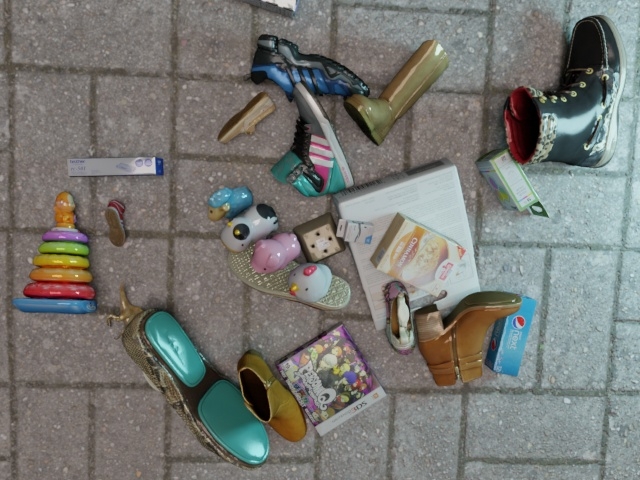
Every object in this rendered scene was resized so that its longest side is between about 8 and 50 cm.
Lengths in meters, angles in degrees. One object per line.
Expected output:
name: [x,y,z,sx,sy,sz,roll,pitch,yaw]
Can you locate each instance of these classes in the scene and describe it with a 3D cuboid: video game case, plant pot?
video game case: [0.028,0.366,1.571,0.210,0.042,0.232,-31,97,-1]
plant pot: [0.000,0.000,1.505,0.109,0.096,0.109,-24,96,-1]

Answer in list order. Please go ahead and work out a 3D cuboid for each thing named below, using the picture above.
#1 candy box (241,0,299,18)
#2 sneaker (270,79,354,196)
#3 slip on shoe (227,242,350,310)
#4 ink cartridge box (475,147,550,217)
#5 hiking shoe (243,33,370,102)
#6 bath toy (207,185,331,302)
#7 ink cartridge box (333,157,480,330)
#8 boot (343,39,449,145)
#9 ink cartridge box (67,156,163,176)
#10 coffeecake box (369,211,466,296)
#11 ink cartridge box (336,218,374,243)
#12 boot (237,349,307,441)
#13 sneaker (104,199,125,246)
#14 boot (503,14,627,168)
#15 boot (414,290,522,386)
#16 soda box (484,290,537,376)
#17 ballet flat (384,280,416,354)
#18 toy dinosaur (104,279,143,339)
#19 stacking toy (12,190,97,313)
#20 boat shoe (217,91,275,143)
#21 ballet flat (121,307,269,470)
candy box: [-0.132,-0.657,1.444,0.196,0.070,0.165,16,94,-5]
sneaker: [-0.049,-0.223,1.447,0.178,0.124,0.295,-27,119,-1]
slip on shoe: [-0.083,0.099,1.509,0.331,0.101,0.123,20,73,7]
ink cartridge box: [0.489,-0.132,1.516,0.062,0.109,0.209,-34,97,0]
hiking shoe: [-0.028,-0.397,1.472,0.304,0.113,0.132,24,110,-1]
bath toy: [-0.121,0.014,1.420,0.151,0.129,0.348,-44,74,-12]
ink cartridge box: [0.233,0.014,1.547,0.308,0.091,0.385,-18,113,-2]
boot: [0.185,-0.377,1.426,0.089,0.236,0.269,43,95,16]
ink cartridge box: [-0.499,-0.180,1.455,0.207,0.097,0.046,-2,96,-4]
coffeecake box: [0.241,0.036,1.471,0.185,0.068,0.142,25,104,-18]
ink cartridge box: [0.084,-0.022,1.447,0.083,0.028,0.048,7,109,-10]
boot: [-0.125,0.418,1.482,0.104,0.211,0.295,-29,97,0]
sneaker: [-0.514,-0.047,1.501,0.042,0.067,0.118,-2,126,-6]
boot: [0.591,-0.357,1.446,0.284,0.138,0.377,-8,104,-27]
boot: [0.397,0.260,1.539,0.283,0.109,0.220,-16,102,8]
soda box: [0.504,0.247,1.576,0.071,0.067,0.210,13,95,-5]
ballet flat: [0.207,0.214,1.524,0.077,0.079,0.221,-11,111,-3]
toy dinosaur: [-0.502,0.193,1.525,0.092,0.053,0.183,-24,105,-16]
stacking toy: [-0.632,0.028,1.458,0.165,0.175,0.302,2,82,-4]
boat shoe: [-0.182,-0.294,1.483,0.170,0.063,0.059,-39,124,10]
ballet flat: [-0.323,0.384,1.497,0.182,0.164,0.483,-33,98,39]
